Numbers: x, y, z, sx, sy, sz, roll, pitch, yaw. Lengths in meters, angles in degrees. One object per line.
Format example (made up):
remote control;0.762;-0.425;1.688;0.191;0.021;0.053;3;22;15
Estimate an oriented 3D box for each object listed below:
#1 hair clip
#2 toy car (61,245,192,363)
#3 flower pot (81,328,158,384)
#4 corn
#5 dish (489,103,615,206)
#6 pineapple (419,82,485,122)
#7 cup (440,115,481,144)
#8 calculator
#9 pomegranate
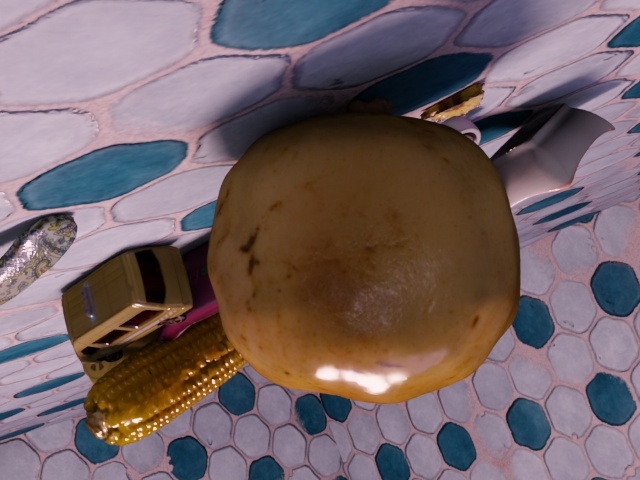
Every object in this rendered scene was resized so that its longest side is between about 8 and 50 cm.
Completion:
hair clip;-0.351;0.047;1.110;0.229;0.036;0.066;-34;158;15
toy car;-0.293;0.096;1.439;0.124;0.101;0.256;2;155;-47
flower pot;-0.278;0.167;1.651;0.179;0.195;0.195;3;158;-38
corn;-0.194;0.178;1.532;0.363;0.120;0.120;-36;179;-30
dish;0.302;-0.118;1.430;0.151;0.077;0.212;-29;-172;43
pineapple;0.161;-0.160;1.211;0.083;0.019;0.045;-25;163;31
cup;0.118;-0.064;1.362;0.202;0.221;0.167;-10;-160;-35
calculator;-0.169;0.058;1.459;0.034;0.126;0.190;30;136;-32
pomegranate;0.047;0.007;1.056;0.332;0.332;0.332;-20;170;-4
